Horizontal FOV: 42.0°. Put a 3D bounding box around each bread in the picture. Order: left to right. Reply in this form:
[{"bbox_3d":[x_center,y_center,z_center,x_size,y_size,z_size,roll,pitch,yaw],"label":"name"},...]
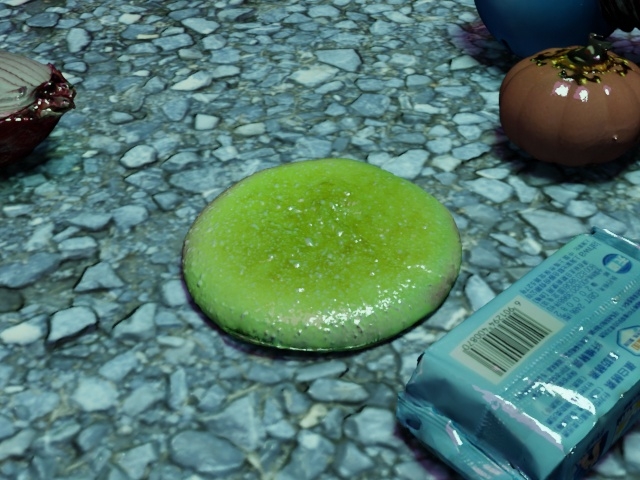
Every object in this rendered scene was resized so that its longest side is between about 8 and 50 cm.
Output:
[{"bbox_3d":[-0.005,0.002,0.871,0.302,0.045,0.301,-3,39,2],"label":"bread"}]

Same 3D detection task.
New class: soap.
[{"bbox_3d":[0.207,0.098,0.710,0.293,0.077,0.156,-30,47,-29],"label":"soap"}]

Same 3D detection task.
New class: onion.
[{"bbox_3d":[-0.413,-0.146,1.014,0.284,0.120,0.227,7,38,17],"label":"onion"}]

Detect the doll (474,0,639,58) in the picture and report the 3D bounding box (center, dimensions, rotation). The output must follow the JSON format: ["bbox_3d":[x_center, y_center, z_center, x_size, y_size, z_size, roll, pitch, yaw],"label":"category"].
[{"bbox_3d":[0.354,-0.362,1.127,0.310,0.284,0.240,14,84,39],"label":"doll"}]

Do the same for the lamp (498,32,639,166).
[{"bbox_3d":[0.301,-0.168,0.986,0.182,0.140,0.182,-3,36,2],"label":"lamp"}]
